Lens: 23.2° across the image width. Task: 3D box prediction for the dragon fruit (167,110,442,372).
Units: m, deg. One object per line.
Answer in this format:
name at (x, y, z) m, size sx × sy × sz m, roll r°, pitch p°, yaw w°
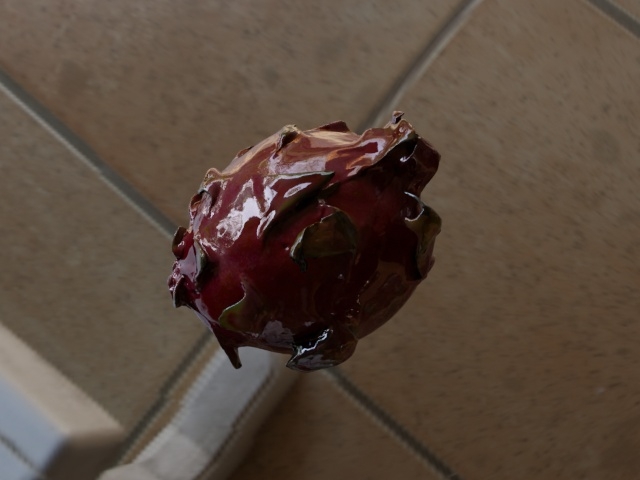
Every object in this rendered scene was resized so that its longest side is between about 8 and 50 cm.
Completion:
dragon fruit at (0.000, 0.000, 0.851) m, size 0.166 × 0.133 × 0.136 m, roll -40°, pitch 44°, yaw 13°
